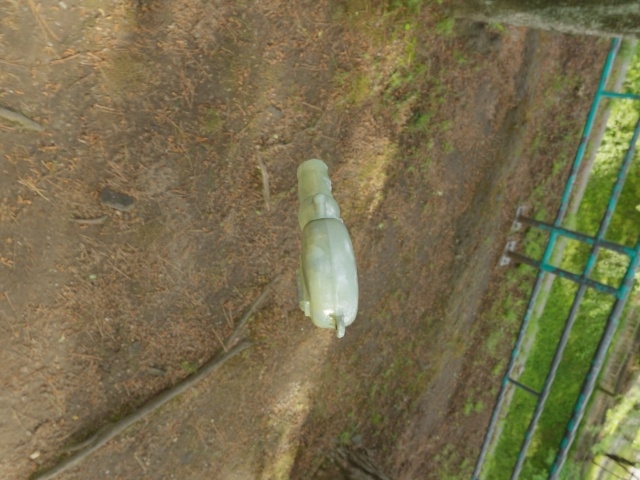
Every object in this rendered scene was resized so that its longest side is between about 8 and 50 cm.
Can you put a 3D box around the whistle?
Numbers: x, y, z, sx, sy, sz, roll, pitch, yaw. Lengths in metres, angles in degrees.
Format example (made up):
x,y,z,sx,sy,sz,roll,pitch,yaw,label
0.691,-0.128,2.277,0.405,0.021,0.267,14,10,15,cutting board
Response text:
x,y,z,sx,sy,sz,roll,pitch,yaw,label
0.000,0.000,0.568,0.067,0.258,0.126,-4,141,-4,whistle
